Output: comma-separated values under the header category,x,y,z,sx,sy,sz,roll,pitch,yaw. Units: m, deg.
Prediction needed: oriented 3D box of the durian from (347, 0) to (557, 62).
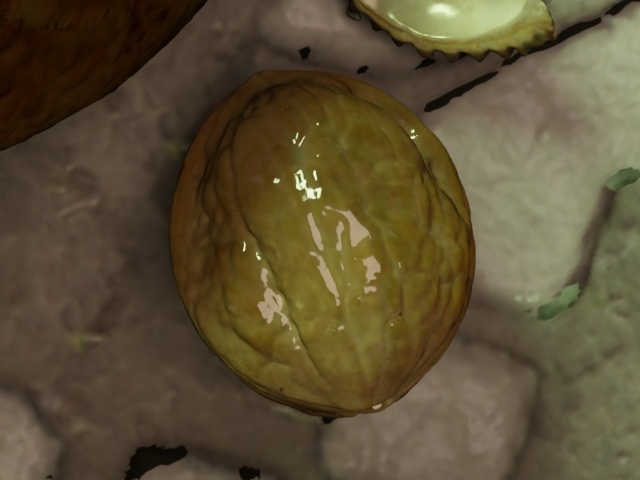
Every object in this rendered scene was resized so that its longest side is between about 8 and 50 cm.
category,x,y,z,sx,sy,sz,roll,pitch,yaw
durian,0.028,-0.106,0.625,0.130,0.066,0.052,42,82,-5

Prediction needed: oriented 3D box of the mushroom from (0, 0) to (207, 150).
category,x,y,z,sx,sy,sz,roll,pitch,yaw
mushroom,-0.169,-0.175,0.495,0.345,0.239,0.345,-5,98,-41

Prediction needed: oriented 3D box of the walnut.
category,x,y,z,sx,sy,sz,roll,pitch,yaw
walnut,0.000,0.000,0.605,0.105,0.105,0.124,-21,83,-13
